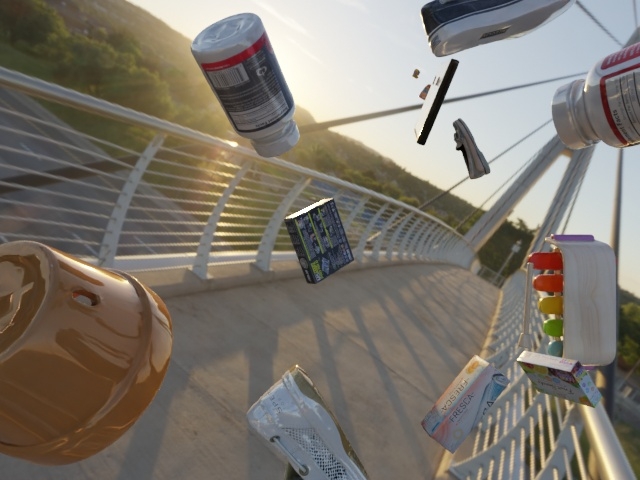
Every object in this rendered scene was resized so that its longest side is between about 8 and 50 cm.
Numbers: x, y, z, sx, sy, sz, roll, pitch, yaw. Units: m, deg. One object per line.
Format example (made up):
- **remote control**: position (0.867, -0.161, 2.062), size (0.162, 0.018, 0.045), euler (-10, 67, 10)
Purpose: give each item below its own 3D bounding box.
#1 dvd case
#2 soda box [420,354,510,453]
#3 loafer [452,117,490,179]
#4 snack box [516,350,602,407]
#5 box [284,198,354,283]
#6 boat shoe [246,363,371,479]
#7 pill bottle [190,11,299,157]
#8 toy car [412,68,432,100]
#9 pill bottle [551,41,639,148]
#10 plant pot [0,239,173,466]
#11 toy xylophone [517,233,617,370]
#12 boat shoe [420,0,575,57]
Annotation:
- **dvd case**: position (0.264, -0.327, 1.008), size (0.022, 0.180, 0.253), euler (20, 23, 3)
- **soda box**: position (0.284, 0.321, 0.851), size (0.063, 0.183, 0.058), euler (40, -2, -9)
- **loafer**: position (0.273, -0.172, 0.808), size (0.125, 0.039, 0.045), euler (68, 13, 18)
- **snack box**: position (0.515, 0.298, 0.938), size (0.100, 0.037, 0.141), euler (52, -19, -8)
- **box**: position (0.000, 0.000, 1.652), size (0.216, 0.270, 0.060), euler (-29, 17, -34)
- **boat shoe**: position (-0.003, 0.276, 0.527), size (0.277, 0.096, 0.098), euler (63, -12, -22)
- **pill bottle**: position (-0.166, -0.366, 1.066), size (0.176, 0.176, 0.318), euler (39, -17, 41)
- **toy car**: position (0.318, -0.499, 1.371), size (0.122, 0.060, 0.040), euler (54, -19, 22)
- **pill bottle**: position (0.765, -0.342, 0.968), size (0.229, 0.229, 0.408), euler (21, -16, -29)
- **plant pot**: position (-0.385, 0.137, 0.594), size (0.291, 0.291, 0.203), euler (36, -19, 31)
- **toy xylophone**: position (0.548, 0.139, 0.962), size (0.236, 0.322, 0.081), euler (8, 0, -4)
- **boat shoe**: position (0.326, -0.431, 0.797), size (0.108, 0.301, 0.102), euler (130, -60, -81)
